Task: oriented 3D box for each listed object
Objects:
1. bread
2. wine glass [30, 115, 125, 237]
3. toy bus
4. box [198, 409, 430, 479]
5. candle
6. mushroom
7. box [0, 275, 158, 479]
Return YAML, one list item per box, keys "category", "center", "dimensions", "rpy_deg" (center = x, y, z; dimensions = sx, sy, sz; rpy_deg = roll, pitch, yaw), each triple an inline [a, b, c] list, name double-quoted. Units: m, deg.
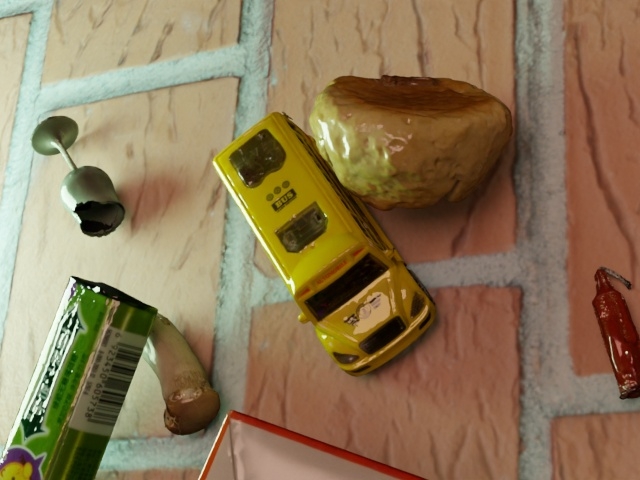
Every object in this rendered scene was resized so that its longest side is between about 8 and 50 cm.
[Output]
- category: "bread"
  center: [0.105, -0.120, 1.430]
  dimensions: [0.244, 0.244, 0.134]
  rpy_deg: [16, 117, 31]
- category: "wine glass"
  center: [-0.352, -0.092, 1.714]
  dimensions: [0.079, 0.079, 0.195]
  rpy_deg: [-40, 56, 5]
- category: "toy bus"
  center: [0.000, 0.000, 1.454]
  dimensions: [0.144, 0.152, 0.330]
  rpy_deg: [-37, 57, 6]
- category: "box"
  center: [0.033, 0.392, 1.179]
  dimensions: [0.349, 0.257, 0.318]
  rpy_deg: [15, 73, 23]
- category: "candle"
  center: [0.334, 0.097, 1.306]
  dimensions: [0.048, 0.053, 0.162]
  rpy_deg: [-17, 59, 13]
- category: "mushroom"
  center: [-0.198, 0.162, 1.534]
  dimensions: [0.071, 0.084, 0.209]
  rpy_deg: [-11, 45, -28]
- category: "box"
  center: [-0.322, 0.223, 1.516]
  dimensions: [0.134, 0.097, 0.345]
  rpy_deg: [18, 86, 40]
